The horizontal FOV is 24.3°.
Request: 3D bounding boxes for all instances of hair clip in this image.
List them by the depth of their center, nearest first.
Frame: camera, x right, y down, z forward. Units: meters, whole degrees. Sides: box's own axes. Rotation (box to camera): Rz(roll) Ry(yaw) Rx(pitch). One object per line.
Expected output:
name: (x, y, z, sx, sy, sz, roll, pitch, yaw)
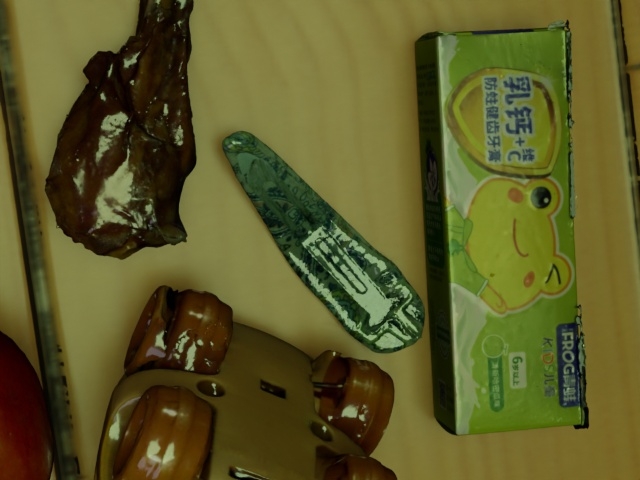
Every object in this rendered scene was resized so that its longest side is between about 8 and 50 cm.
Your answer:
hair clip: (0.000, 0.000, 1.182, 0.066, 0.036, 0.229, -41, 106, 0)

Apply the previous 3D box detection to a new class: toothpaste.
toothpaste: (0.143, -0.007, 1.187, 0.110, 0.077, 0.327, -4, 95, -8)

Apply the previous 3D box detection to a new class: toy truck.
toy truck: (-0.070, 0.185, 1.077, 0.204, 0.288, 0.211, 23, 115, -14)

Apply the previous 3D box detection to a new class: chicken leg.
chicken leg: (-0.130, -0.135, 1.131, 0.113, 0.093, 0.304, 16, 83, -28)

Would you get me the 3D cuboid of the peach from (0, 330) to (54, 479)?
peach: (-0.303, 0.133, 1.059, 0.226, 0.190, 0.196, 42, 89, -9)
